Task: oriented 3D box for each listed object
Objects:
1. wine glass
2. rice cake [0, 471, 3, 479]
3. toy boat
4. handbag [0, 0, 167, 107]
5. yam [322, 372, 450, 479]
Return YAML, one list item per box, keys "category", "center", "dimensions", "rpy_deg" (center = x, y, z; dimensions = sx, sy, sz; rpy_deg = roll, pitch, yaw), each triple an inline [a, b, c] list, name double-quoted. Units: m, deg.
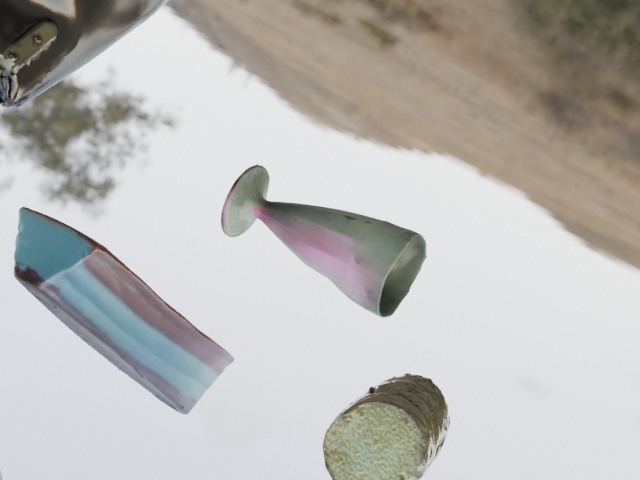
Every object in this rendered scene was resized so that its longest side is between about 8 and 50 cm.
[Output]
- category: "wine glass"
  center: [0.000, 0.000, 1.243]
  dimensions: [0.155, 0.073, 0.073]
  rpy_deg: [23, -168, 22]
- category: "rice cake"
  center: [-0.173, 0.113, 0.756]
  dimensions: [0.033, 0.208, 0.033]
  rpy_deg: [2, -122, 0]
- category: "toy boat"
  center: [-0.166, 0.075, 1.422]
  dimensions: [0.136, 0.079, 0.392]
  rpy_deg: [26, 167, 24]
- category: "handbag"
  center: [-0.268, -0.299, 1.406]
  dimensions: [0.152, 0.288, 0.342]
  rpy_deg: [5, 139, 42]
- category: "yam"
  center: [0.074, 0.198, 1.629]
  dimensions: [0.107, 0.107, 0.194]
  rpy_deg: [29, -169, 10]
